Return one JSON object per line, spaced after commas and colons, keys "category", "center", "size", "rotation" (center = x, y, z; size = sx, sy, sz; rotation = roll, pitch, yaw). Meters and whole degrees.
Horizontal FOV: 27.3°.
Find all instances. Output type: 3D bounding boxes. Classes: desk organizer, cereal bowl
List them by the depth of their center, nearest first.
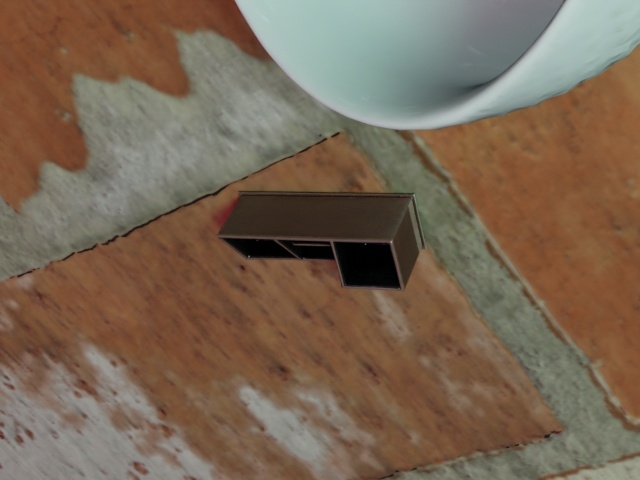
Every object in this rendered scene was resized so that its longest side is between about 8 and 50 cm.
{"category": "cereal bowl", "center": [0.071, -0.221, 0.553], "size": [0.339, 0.141, 0.338], "rotation": [23, 117, 53]}
{"category": "desk organizer", "center": [0.000, 0.000, 0.895], "size": [0.130, 0.050, 0.047], "rotation": [2, 128, 23]}
